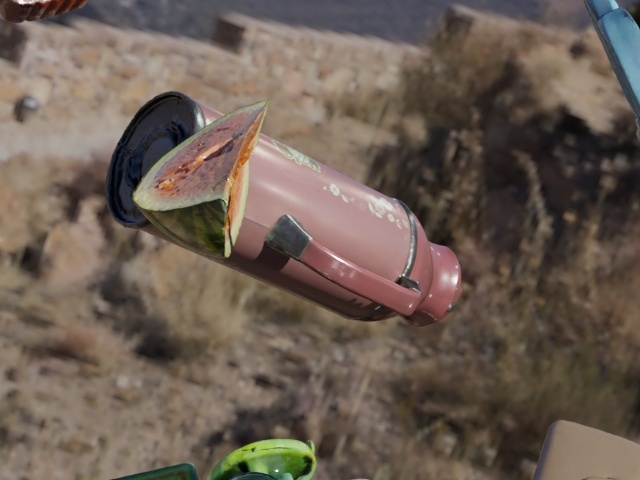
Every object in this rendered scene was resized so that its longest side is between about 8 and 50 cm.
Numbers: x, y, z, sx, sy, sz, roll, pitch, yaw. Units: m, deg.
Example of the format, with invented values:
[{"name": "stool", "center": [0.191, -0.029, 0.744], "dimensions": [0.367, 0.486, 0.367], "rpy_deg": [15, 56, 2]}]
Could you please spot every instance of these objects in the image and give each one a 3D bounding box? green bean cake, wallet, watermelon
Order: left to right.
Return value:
[{"name": "green bean cake", "center": [-0.370, -0.345, 2.021], "dimensions": [0.136, 0.056, 0.135], "rpy_deg": [-20, 77, -42]}, {"name": "watermelon", "center": [-0.071, -0.028, 1.080], "dimensions": [0.069, 0.087, 0.163], "rpy_deg": [61, 22, -21]}, {"name": "wallet", "center": [0.261, 0.236, 1.525], "dimensions": [0.118, 0.038, 0.152], "rpy_deg": [17, 33, 8]}]

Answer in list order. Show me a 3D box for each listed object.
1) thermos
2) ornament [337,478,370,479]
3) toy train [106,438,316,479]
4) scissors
[{"name": "thermos", "center": [0.000, -0.008, 1.282], "dimensions": [0.330, 0.109, 0.136], "rpy_deg": [25, -18, -37]}, {"name": "ornament", "center": [0.035, 0.414, 1.862], "dimensions": [0.259, 0.259, 0.225], "rpy_deg": [1, 47, -51]}, {"name": "toy train", "center": [-0.075, 0.270, 1.208], "dimensions": [0.188, 0.271, 0.159], "rpy_deg": [-13, 52, -11]}, {"name": "scissors", "center": [0.206, -0.025, 0.894], "dimensions": [0.256, 0.030, 0.125], "rpy_deg": [61, 10, -23]}]
